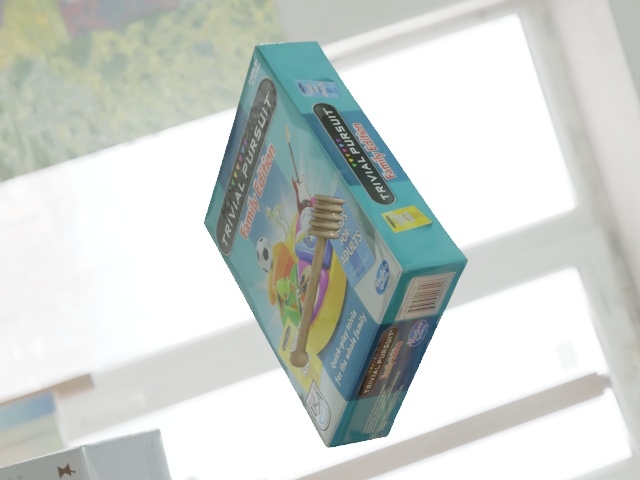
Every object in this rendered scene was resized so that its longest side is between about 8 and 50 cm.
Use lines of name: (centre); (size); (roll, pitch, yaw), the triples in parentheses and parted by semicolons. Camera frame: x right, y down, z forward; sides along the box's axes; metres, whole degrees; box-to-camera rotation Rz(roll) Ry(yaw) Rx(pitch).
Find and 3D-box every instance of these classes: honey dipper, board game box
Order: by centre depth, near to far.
honey dipper: (-0.005, 0.039, 1.373); (0.030, 0.030, 0.160); (-153, -108, -79)
board game box: (0.000, 0.000, 1.522); (0.336, 0.079, 0.254); (58, -38, 37)

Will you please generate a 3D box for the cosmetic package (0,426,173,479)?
cosmetic package: (-0.180, 0.220, 1.200); (0.231, 0.085, 0.117); (25, 50, -79)
